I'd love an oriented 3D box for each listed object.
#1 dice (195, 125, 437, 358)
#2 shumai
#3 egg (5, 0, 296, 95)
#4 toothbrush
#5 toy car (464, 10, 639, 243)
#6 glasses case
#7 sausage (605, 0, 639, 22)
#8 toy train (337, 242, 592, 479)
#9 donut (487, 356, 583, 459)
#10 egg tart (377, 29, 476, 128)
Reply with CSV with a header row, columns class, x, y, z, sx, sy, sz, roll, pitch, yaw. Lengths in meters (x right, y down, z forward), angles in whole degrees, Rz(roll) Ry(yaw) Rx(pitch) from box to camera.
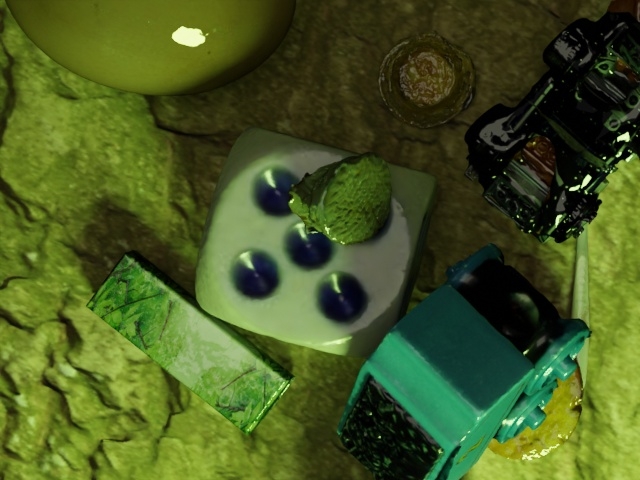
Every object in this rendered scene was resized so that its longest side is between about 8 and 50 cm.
class,x,y,z,sx,sy,sz,roll,pitch,yaw
dice,0.000,0.000,1.853,0.251,0.259,0.243,16,91,6
shumai,0.016,-0.048,1.694,0.087,0.124,0.099,7,111,43
egg,-0.214,-0.331,1.869,0.374,0.301,0.301,19,90,-7
toothbrush,0.334,0.046,1.928,0.025,0.029,0.307,2,88,2
toy car,0.323,-0.139,1.853,0.193,0.118,0.301,49,114,14
glasses case,-0.168,0.131,1.964,0.272,0.062,0.095,39,98,7
sausage,0.464,-0.171,1.890,0.102,0.102,0.330,-28,84,4
toy train,0.156,0.170,1.753,0.188,0.300,0.265,43,63,16
donut,0.256,0.187,1.911,0.162,0.065,0.178,-6,88,17
egg tart,0.137,-0.211,1.950,0.130,0.052,0.130,0,88,9
